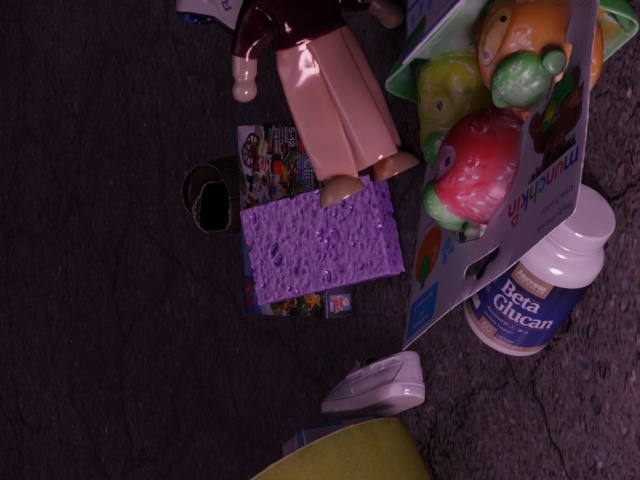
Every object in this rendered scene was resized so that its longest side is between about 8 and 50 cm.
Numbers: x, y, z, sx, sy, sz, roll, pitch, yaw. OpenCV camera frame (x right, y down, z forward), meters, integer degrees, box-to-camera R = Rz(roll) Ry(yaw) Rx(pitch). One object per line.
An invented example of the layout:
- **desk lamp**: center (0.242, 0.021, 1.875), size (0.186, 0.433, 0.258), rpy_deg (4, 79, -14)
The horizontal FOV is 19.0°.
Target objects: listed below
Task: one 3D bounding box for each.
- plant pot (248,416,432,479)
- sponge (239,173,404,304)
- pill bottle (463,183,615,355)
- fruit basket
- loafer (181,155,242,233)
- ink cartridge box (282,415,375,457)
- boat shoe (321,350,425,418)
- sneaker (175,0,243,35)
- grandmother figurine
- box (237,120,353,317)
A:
- **plant pot**: center (0.050, 0.384, 2.014), size (0.293, 0.275, 0.275), rpy_deg (57, 144, 21)
- **sponge**: center (0.000, 0.000, 2.192), size (0.210, 0.031, 0.117), rpy_deg (-15, 83, 42)
- **pill bottle**: center (0.208, 0.024, 1.791), size (0.169, 0.094, 0.094), rpy_deg (-61, 41, 44)
- **fruit basket**: center (0.152, -0.115, 1.718), size (0.327, 0.165, 0.353), rpy_deg (-44, 26, 57)
- **loafer**: center (-0.128, -0.058, 2.462), size (0.251, 0.087, 0.094), rpy_deg (12, 103, 62)
- **ink cartridge box**: center (0.012, 0.243, 2.193), size (0.122, 0.089, 0.052), rpy_deg (125, 135, -69)
- **boat shoe**: center (0.057, 0.162, 2.151), size (0.184, 0.066, 0.063), rpy_deg (147, 129, -63)
- **sneaker**: center (-0.138, -0.374, 2.401), size (0.182, 0.127, 0.315), rpy_deg (-59, 44, 45)
- **grandmother figurine**: center (-0.006, -0.221, 2.067), size (0.342, 0.208, 0.104), rpy_deg (65, 157, -5)
- **box**: center (-0.032, -0.026, 2.285), size (0.159, 0.044, 0.233), rpy_deg (0, 93, 51)
